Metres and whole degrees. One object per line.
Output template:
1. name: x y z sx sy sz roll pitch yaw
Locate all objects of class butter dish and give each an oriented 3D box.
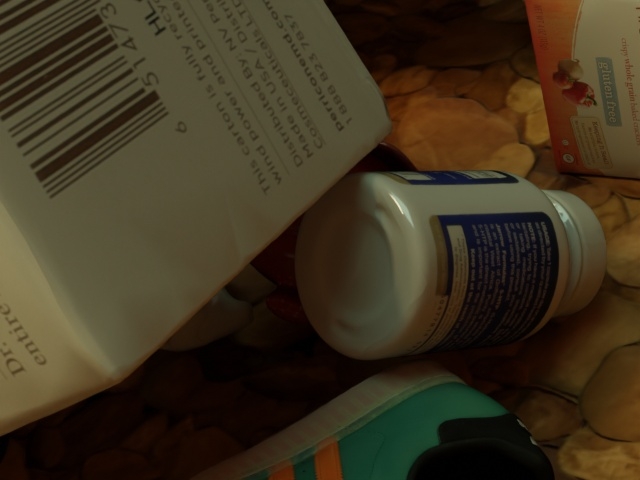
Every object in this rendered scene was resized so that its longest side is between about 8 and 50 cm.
1. butter dish: 0.000 0.000 1.184 0.160 0.160 0.118 14 70 33

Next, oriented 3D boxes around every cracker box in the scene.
1. cracker box: 0.265 -0.115 1.196 0.232 0.156 0.067 5 43 27

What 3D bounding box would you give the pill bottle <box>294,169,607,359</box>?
1. pill bottle: 0.086 0.012 1.091 0.186 0.112 0.112 -2 22 -43

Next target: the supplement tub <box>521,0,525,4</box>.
1. supplement tub: 0.280 -0.321 1.408 0.207 0.207 0.338 7 44 28

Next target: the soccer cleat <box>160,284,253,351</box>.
1. soccer cleat: -0.103 0.012 1.259 0.076 0.068 0.196 -9 37 -14

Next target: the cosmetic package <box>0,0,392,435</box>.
1. cosmetic package: -0.245 -0.072 1.019 0.393 0.329 0.327 -23 14 36

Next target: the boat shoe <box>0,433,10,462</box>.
1. boat shoe: -0.234 0.117 1.185 0.045 0.050 0.135 -11 28 13

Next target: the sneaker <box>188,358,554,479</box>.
1. sneaker: -0.002 0.175 0.972 0.302 0.108 0.121 -34 37 -24
